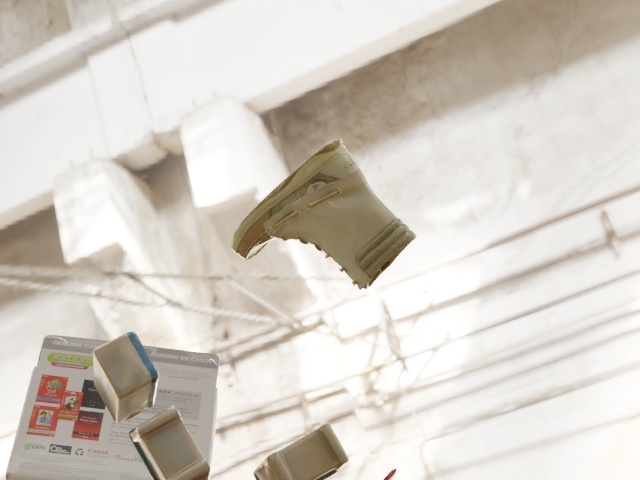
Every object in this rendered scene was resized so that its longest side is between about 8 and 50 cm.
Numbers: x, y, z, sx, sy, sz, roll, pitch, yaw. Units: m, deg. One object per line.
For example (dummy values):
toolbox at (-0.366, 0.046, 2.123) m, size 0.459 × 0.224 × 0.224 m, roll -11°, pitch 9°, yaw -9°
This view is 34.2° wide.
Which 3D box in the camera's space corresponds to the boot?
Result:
boot at (0.000, 0.000, 1.268) m, size 0.213 × 0.165 × 0.077 m, roll -42°, pitch -3°, yaw 32°

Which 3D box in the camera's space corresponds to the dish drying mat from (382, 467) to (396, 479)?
dish drying mat at (0.084, 0.373, 1.547) m, size 0.083 × 0.008 × 0.032 m, roll -45°, pitch -20°, yaw -18°

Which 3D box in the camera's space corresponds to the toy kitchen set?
toy kitchen set at (-0.098, 0.171, 1.004) m, size 0.166 × 0.207 × 0.122 m, roll -27°, pitch -14°, yaw -21°

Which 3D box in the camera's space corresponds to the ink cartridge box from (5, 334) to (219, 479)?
ink cartridge box at (-0.330, 0.312, 1.713) m, size 0.309 × 0.272 × 0.130 m, roll 8°, pitch -42°, yaw -6°
